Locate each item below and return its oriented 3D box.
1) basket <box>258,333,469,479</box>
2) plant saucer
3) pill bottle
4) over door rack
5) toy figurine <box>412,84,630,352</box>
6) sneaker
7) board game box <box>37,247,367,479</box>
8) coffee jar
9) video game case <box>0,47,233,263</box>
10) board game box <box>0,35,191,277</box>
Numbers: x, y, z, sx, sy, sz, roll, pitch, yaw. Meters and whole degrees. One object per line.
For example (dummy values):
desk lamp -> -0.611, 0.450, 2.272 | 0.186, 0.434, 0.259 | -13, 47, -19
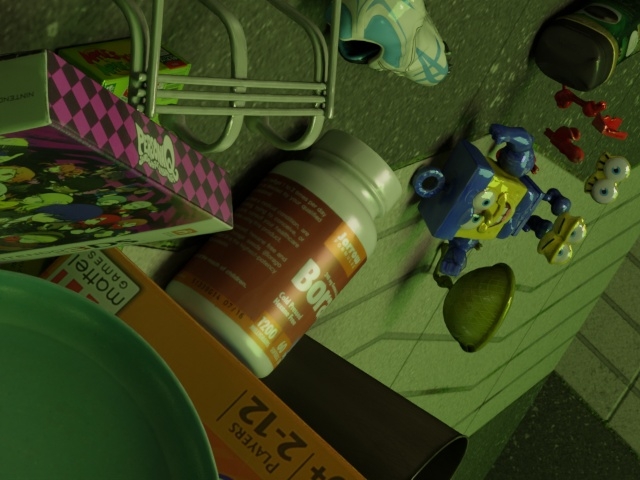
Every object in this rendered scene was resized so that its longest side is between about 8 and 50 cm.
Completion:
basket -> 0.024, 0.215, 1.466 | 0.154, 0.227, 0.204 | -61, 159, 16
plant saucer -> -0.216, 0.174, 0.770 | 0.317, 0.317, 0.043 | -49, 174, -15
pill bottle -> -0.028, 0.008, 1.177 | 0.216, 0.121, 0.121 | -49, 159, -14
over door rack -> -0.053, -0.216, 0.821 | 0.239, 0.108, 0.324 | -10, 118, -62
toy figurine -> 0.177, -0.046, 1.600 | 0.217, 0.191, 0.362 | 11, 124, -35
sneaker -> 0.059, -0.182, 1.151 | 0.086, 0.085, 0.237 | -30, 166, 9
board game box -> -0.137, 0.282, 0.961 | 0.356, 0.356, 0.356 | -45, 163, -13
coffee jar -> 0.347, -0.254, 1.624 | 0.184, 0.096, 0.079 | -36, 145, -38
video game case -> -0.183, -0.031, 0.696 | 0.232, 0.210, 0.041 | 35, 48, -70
board game box -> -0.160, -0.049, 0.908 | 0.092, 0.043, 0.181 | -23, 143, -55
